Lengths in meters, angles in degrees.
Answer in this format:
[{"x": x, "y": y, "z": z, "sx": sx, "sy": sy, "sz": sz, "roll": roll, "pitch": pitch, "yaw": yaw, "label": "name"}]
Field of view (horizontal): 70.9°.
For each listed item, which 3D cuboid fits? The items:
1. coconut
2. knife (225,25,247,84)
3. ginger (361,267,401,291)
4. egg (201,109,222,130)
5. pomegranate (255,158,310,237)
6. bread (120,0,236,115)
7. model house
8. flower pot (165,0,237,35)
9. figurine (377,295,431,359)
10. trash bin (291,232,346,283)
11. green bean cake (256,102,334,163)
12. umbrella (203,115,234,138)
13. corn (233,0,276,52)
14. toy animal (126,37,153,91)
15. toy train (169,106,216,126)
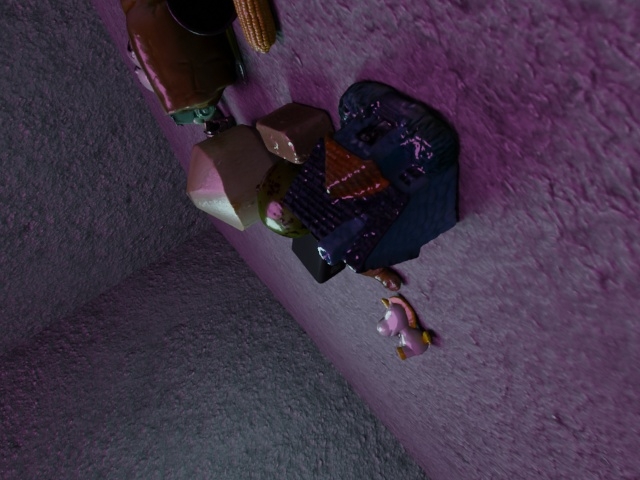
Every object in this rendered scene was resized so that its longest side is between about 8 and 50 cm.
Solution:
[{"x": -0.256, "y": -0.188, "z": 1.364, "sx": 0.323, "sy": 0.323, "sz": 0.323, "roll": 49, "pitch": 163, "yaw": 21, "label": "coconut"}, {"x": -0.219, "y": -0.482, "z": 1.164, "sx": 0.026, "sy": 0.022, "sz": 0.184, "roll": 19, "pitch": 150, "yaw": 20, "label": "knife"}, {"x": 0.137, "y": 0.066, "z": 1.150, "sx": 0.165, "sy": 0.067, "sz": 0.096, "roll": 27, "pitch": 150, "yaw": 34, "label": "ginger"}, {"x": -0.405, "y": -0.446, "z": 1.663, "sx": 0.110, "sy": 0.085, "sz": 0.085, "roll": 54, "pitch": 165, "yaw": 19, "label": "egg"}, {"x": -0.040, "y": -0.100, "z": 1.137, "sx": 0.263, "sy": 0.211, "sz": 0.211, "roll": 18, "pitch": 158, "yaw": 4, "label": "pomegranate"}, {"x": -0.361, "y": -0.515, "z": 1.186, "sx": 0.300, "sy": 0.210, "sz": 0.341, "roll": -96, "pitch": -17, "yaw": -75, "label": "bread"}, {"x": 0.052, "y": -0.096, "z": 0.754, "sx": 0.261, "sy": 0.241, "sz": 0.226, "roll": 42, "pitch": 162, "yaw": 41, "label": "model house"}, {"x": -0.252, "y": -0.523, "z": 0.972, "sx": 0.157, "sy": 0.157, "sz": 0.107, "roll": 62, "pitch": 177, "yaw": -22, "label": "flower pot"}, {"x": 0.220, "y": 0.229, "z": 1.212, "sx": 0.178, "sy": 0.109, "sz": 0.129, "roll": 52, "pitch": 137, "yaw": 15, "label": "figurine"}, {"x": 0.000, "y": 0.000, "z": 1.342, "sx": 0.165, "sy": 0.115, "sz": 0.225, "roll": 51, "pitch": 160, "yaw": 21, "label": "trash bin"}, {"x": -0.058, "y": -0.243, "z": 1.011, "sx": 0.179, "sy": 0.109, "sz": 0.085, "roll": 34, "pitch": 153, "yaw": 51, "label": "green bean cake"}, {"x": -0.343, "y": -0.330, "z": 1.692, "sx": 0.357, "sy": 0.113, "sz": 0.106, "roll": 88, "pitch": 160, "yaw": -72, "label": "umbrella"}, {"x": -0.136, "y": -0.465, "z": 0.870, "sx": 0.067, "sy": 0.067, "sz": 0.206, "roll": 41, "pitch": 158, "yaw": 42, "label": "corn"}, {"x": -0.619, "y": -0.681, "z": 1.670, "sx": 0.187, "sy": 0.165, "sz": 0.235, "roll": 35, "pitch": 157, "yaw": 21, "label": "toy animal"}, {"x": -0.437, "y": -0.484, "z": 1.481, "sx": 0.112, "sy": 0.163, "sz": 0.203, "roll": 41, "pitch": 133, "yaw": 49, "label": "toy train"}]
